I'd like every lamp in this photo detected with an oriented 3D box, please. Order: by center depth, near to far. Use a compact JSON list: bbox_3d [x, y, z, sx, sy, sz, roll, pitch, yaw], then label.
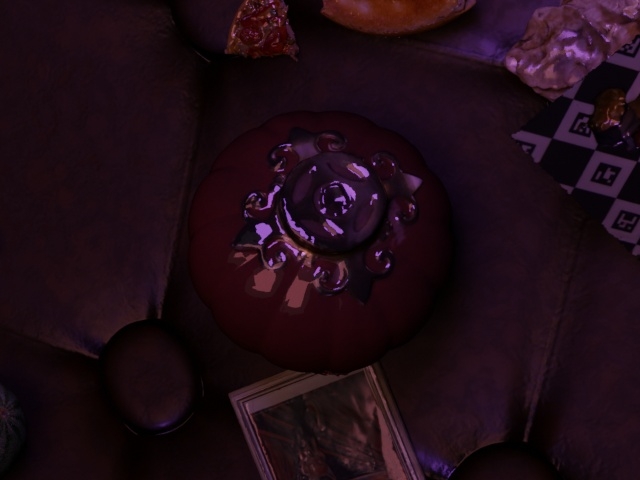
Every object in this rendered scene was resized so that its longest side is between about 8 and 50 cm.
[{"bbox_3d":[0.000,0.000,1.668,0.303,0.257,0.303,2,69,-5],"label":"lamp"}]

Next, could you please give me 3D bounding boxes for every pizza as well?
[{"bbox_3d":[0.096,-0.328,1.702,0.201,0.053,0.193,13,103,34],"label":"pizza"},{"bbox_3d":[-0.071,-0.269,1.799,0.100,0.029,0.099,8,98,23],"label":"pizza"}]

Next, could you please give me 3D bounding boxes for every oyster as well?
[{"bbox_3d":[0.361,-0.239,1.558,0.351,0.115,0.238,-18,88,19],"label":"oyster"}]

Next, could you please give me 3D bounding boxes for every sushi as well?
[{"bbox_3d":[0.376,-0.113,1.546,0.264,0.050,0.290,-39,121,24],"label":"sushi"}]

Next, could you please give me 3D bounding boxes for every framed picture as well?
[{"bbox_3d":[0.019,0.281,1.828,0.216,0.016,0.273,-24,86,24],"label":"framed picture"}]

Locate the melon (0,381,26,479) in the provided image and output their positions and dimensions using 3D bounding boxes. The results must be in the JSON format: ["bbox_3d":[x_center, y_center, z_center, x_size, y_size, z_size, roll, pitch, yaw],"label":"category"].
[{"bbox_3d":[-0.523,0.271,1.981,0.288,0.182,0.182,-15,90,25],"label":"melon"}]
